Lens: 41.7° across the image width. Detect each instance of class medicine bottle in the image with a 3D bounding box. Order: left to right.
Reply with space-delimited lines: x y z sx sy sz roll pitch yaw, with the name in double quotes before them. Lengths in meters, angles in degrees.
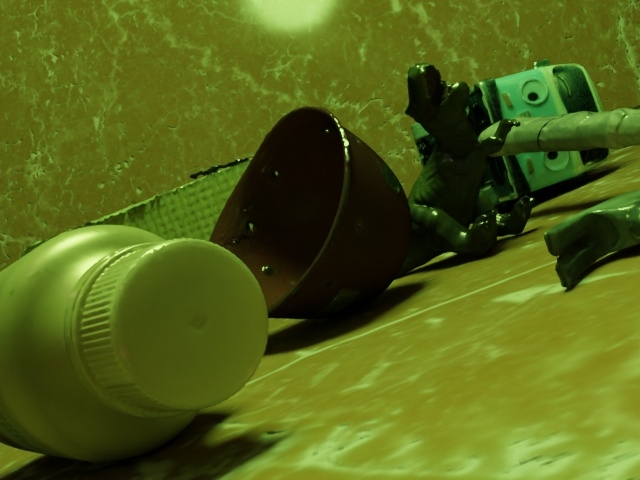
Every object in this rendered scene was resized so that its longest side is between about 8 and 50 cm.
"medicine bottle" -0.111 0.051 0.419 0.114 0.114 0.252 -23 3 -34

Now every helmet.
"helmet" 0.000 0.000 0.610 0.106 0.155 0.175 24 -47 -33

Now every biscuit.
"biscuit" -0.147 0.030 0.805 0.252 0.150 0.052 -22 3 10

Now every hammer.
"hammer" 0.228 -0.078 0.564 0.152 0.044 0.427 -25 11 -12
"hammer" 0.171 -0.010 0.317 0.103 0.029 0.246 -22 4 -11

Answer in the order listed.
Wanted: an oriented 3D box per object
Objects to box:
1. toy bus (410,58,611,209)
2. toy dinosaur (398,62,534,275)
"toy bus" 0.216 -0.111 0.952 0.165 0.133 0.271 -18 0 -8
"toy dinosaur" 0.071 -0.051 0.669 0.179 0.187 0.087 14 23 36
